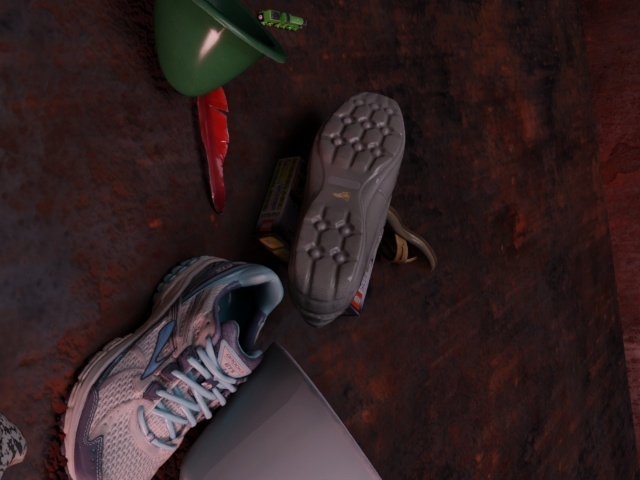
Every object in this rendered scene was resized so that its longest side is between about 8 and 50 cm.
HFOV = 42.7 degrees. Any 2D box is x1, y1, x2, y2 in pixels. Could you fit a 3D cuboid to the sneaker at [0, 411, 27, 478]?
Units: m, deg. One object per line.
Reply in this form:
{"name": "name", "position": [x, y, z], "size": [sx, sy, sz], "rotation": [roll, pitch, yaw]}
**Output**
{"name": "sneaker", "position": [-0.285, 0.259, 0.497], "size": [0.182, 0.158, 0.410], "rotation": [57, 45, -53]}

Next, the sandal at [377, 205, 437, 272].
{"name": "sandal", "position": [0.101, 0.001, 1.164], "size": [0.180, 0.072, 0.049], "rotation": [44, 67, -43]}

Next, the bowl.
{"name": "bowl", "position": [-0.024, 0.268, 0.779], "size": [0.163, 0.311, 0.311], "rotation": [-33, 120, -11]}

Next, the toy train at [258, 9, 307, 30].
{"name": "toy train", "position": [-0.046, -0.274, 1.013], "size": [0.083, 0.024, 0.017], "rotation": [-12, 96, -56]}

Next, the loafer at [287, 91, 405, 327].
{"name": "loafer", "position": [0.028, -0.046, 0.972], "size": [0.111, 0.112, 0.319], "rotation": [101, 8, -56]}

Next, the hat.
{"name": "hat", "position": [-0.151, -0.171, 0.845], "size": [0.208, 0.183, 0.173], "rotation": [49, 17, 22]}

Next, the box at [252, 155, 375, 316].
{"name": "box", "position": [0.000, 0.000, 1.036], "size": [0.207, 0.036, 0.114], "rotation": [46, 50, -44]}

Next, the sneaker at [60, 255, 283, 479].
{"name": "sneaker", "position": [-0.127, 0.116, 0.754], "size": [0.110, 0.122, 0.283], "rotation": [58, 42, -33]}
